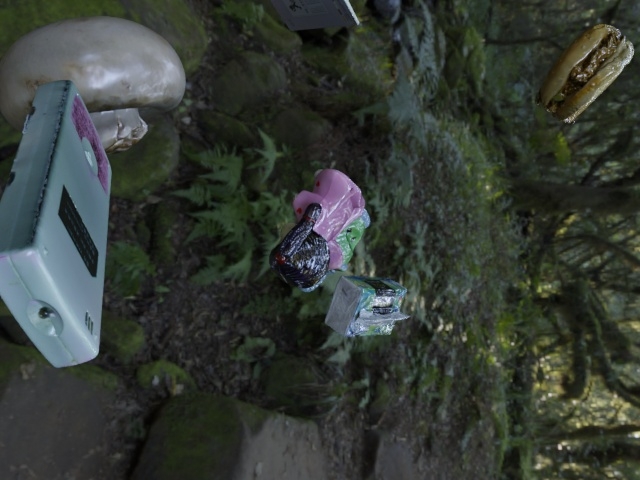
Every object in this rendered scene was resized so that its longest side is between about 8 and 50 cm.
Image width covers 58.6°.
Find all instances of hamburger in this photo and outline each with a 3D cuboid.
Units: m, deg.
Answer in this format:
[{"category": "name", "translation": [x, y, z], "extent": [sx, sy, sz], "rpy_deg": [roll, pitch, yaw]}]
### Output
[{"category": "hamburger", "translation": [0.525, -0.328, 1.132], "extent": [0.108, 0.213, 0.214], "rpy_deg": [43, 4, 15]}]

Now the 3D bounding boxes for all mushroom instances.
[{"category": "mushroom", "translation": [-0.451, -0.287, 1.164], "extent": [0.362, 0.363, 0.294], "rpy_deg": [-37, 114, -75]}]

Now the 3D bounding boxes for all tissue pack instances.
[{"category": "tissue pack", "translation": [0.079, 0.107, 0.885], "extent": [0.111, 0.079, 0.085], "rpy_deg": [7, 106, -45]}]

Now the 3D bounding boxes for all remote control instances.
[{"category": "remote control", "translation": [-0.270, -0.040, 0.602], "extent": [0.344, 0.050, 0.145], "rpy_deg": [-112, -170, -49]}]

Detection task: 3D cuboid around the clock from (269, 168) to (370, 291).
[{"category": "clock", "translation": [0.000, 0.000, 0.984], "extent": [0.195, 0.100, 0.194], "rpy_deg": [-57, 153, -17]}]

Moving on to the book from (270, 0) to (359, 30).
[{"category": "book", "translation": [-0.024, -0.440, 1.045], "extent": [0.127, 0.182, 0.014], "rpy_deg": [48, 66, -43]}]
